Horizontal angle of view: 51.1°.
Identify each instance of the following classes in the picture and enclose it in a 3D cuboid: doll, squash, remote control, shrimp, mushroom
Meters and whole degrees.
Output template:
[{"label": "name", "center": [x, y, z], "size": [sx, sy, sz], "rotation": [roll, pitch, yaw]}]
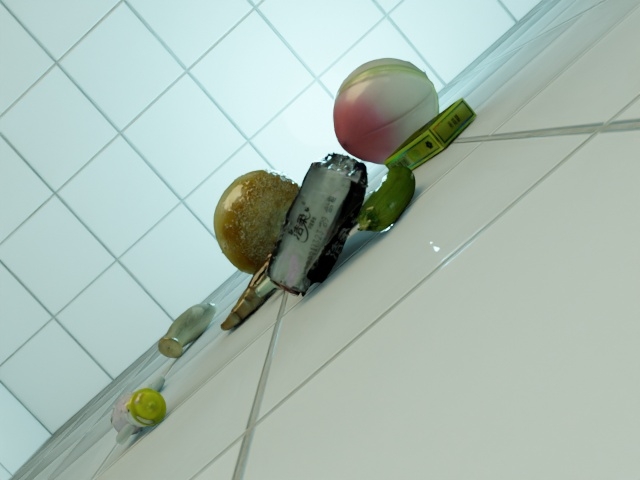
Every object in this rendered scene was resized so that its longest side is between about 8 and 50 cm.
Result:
[{"label": "doll", "center": [-0.363, 0.339, 1.324], "size": [0.207, 0.081, 0.129], "rotation": [-31, 31, 54]}, {"label": "squash", "center": [0.129, -0.080, 1.222], "size": [0.069, 0.069, 0.258], "rotation": [-38, 9, 33]}, {"label": "remote control", "center": [-0.440, 0.392, 1.751], "size": [0.050, 0.027, 0.184], "rotation": [-43, 1, -31]}, {"label": "shrimp", "center": [-0.155, 0.121, 1.697], "size": [0.289, 0.075, 0.178], "rotation": [-59, 9, -24]}, {"label": "mushroom", "center": [-0.431, 0.286, 2.159], "size": [0.247, 0.108, 0.096], "rotation": [-45, -35, -52]}]

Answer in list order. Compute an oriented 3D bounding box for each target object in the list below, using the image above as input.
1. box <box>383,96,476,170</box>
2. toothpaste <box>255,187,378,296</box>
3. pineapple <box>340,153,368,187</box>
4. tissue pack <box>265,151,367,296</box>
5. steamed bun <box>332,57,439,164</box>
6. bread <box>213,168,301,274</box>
[{"label": "box", "center": [0.260, -0.242, 1.612], "size": [0.141, 0.064, 0.220], "rotation": [-44, 7, -26]}, {"label": "toothpaste", "center": [0.000, 0.000, 1.563], "size": [0.392, 0.061, 0.098], "rotation": [-40, 4, -15]}, {"label": "pineapple", "center": [0.038, -0.114, 1.827], "size": [0.157, 0.158, 0.279], "rotation": [-38, 19, 37]}, {"label": "tissue pack", "center": [0.004, -0.041, 1.301], "size": [0.332, 0.123, 0.245], "rotation": [-57, -11, -77]}, {"label": "steamed bun", "center": [0.157, -0.336, 1.841], "size": [0.309, 0.309, 0.309], "rotation": [-41, 5, 5]}, {"label": "bread", "center": [-0.139, -0.051, 1.811], "size": [0.305, 0.306, 0.158], "rotation": [-45, 26, -28]}]
